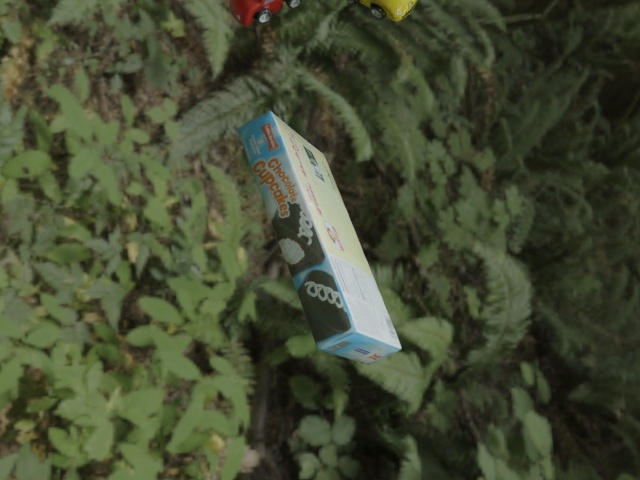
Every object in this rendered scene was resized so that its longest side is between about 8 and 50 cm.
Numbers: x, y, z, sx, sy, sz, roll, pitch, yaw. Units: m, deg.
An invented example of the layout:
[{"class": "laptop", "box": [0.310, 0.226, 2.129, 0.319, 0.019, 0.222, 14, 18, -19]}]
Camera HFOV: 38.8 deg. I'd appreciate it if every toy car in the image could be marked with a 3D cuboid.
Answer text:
[{"class": "toy car", "box": [0.006, -0.377, 1.143, 0.053, 0.239, 0.225, 69, 25, -65]}]

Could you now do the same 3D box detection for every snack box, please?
[{"class": "snack box", "box": [0.000, 0.000, 1.210, 0.187, 0.060, 0.322, 31, 35, -64]}]
